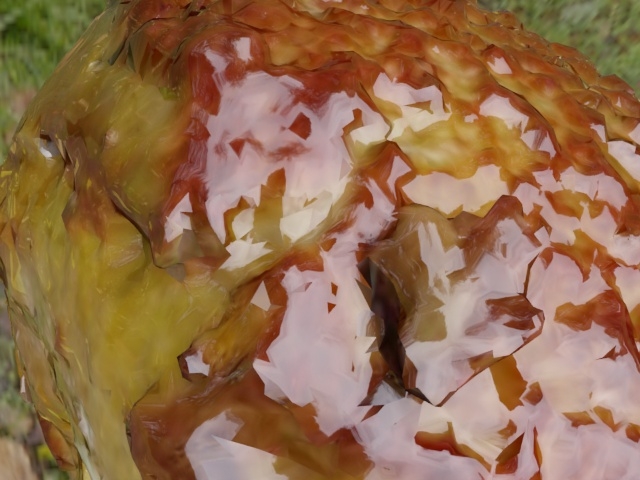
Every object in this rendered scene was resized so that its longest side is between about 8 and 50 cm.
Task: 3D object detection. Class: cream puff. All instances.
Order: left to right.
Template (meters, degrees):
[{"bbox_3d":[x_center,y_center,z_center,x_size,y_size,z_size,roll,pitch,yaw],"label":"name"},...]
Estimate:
[{"bbox_3d":[0.038,0.066,0.605,0.228,0.350,0.350,-22,83,-13],"label":"cream puff"}]
